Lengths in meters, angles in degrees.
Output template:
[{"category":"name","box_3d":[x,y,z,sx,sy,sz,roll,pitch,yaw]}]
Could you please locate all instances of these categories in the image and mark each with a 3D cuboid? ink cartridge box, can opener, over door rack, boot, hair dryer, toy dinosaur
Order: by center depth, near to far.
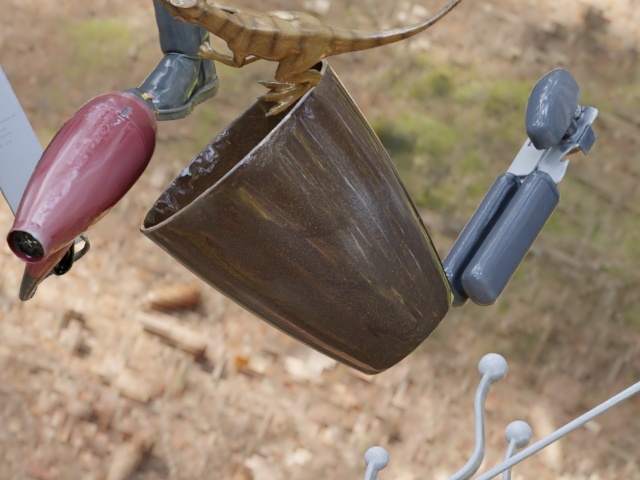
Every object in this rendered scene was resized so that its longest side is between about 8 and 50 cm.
[{"category":"toy dinosaur","box_3d":[-0.010,-0.131,1.240,0.211,0.112,0.064,1,73,-20]},{"category":"over door rack","box_3d":[0.206,0.167,1.414,0.324,0.239,0.108,-21,54,4]},{"category":"hair dryer","box_3d":[-0.206,-0.025,1.618,0.080,0.223,0.293,25,7,4]},{"category":"can opener","box_3d":[0.191,-0.059,1.869,0.076,0.095,0.283,-3,40,44]},{"category":"ink cartridge box","box_3d":[-0.341,-0.146,1.901,0.065,0.332,0.165,-26,12,-6]},{"category":"boot","box_3d":[-0.173,-0.253,2.123,0.076,0.208,0.189,6,23,16]}]

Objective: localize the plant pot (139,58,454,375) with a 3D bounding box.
[{"category":"plant pot","box_3d":[0.000,0.000,1.609,0.230,0.215,0.215,47,24,-13]}]
